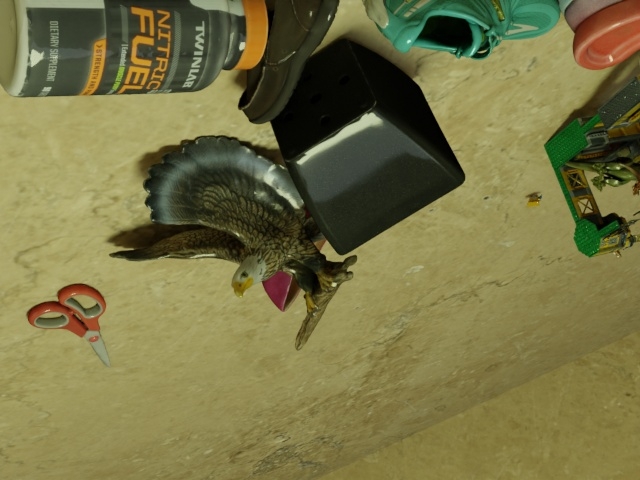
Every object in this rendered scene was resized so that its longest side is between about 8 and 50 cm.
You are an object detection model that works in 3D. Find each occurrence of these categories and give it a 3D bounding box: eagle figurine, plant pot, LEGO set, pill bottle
[{"bbox_3d":[-0.103,-0.002,1.291,0.226,0.298,0.225,-60,-178,3],"label":"eagle figurine"},{"bbox_3d":[0.036,-0.129,1.170,0.188,0.187,0.167,-31,141,14],"label":"plant pot"},{"bbox_3d":[0.521,-0.126,1.487,0.192,0.255,0.331,-11,154,-25],"label":"LEGO set"},{"bbox_3d":[-0.174,-0.203,0.902,0.246,0.130,0.130,-8,149,-31],"label":"pill bottle"}]

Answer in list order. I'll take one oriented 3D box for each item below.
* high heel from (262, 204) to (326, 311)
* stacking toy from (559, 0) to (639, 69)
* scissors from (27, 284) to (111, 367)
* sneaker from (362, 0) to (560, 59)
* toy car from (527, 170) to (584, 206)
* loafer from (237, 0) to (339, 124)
[{"bbox_3d":[0.000,0.000,1.429,0.244,0.117,0.082,-36,151,22],"label":"high heel"},{"bbox_3d":[0.461,-0.335,1.206,0.309,0.130,0.279,-23,166,31],"label":"stacking toy"},{"bbox_3d":[-0.352,0.142,1.509,0.109,0.021,0.297,-27,152,2],"label":"scissors"},{"bbox_3d":[0.173,-0.253,1.117,0.275,0.110,0.107,-7,149,-31],"label":"sneaker"},{"bbox_3d":[0.411,-0.107,1.684,0.122,0.060,0.040,-20,-157,30],"label":"toy car"},{"bbox_3d":[-0.050,-0.217,1.058,0.078,0.080,0.220,23,138,-13],"label":"loafer"}]
